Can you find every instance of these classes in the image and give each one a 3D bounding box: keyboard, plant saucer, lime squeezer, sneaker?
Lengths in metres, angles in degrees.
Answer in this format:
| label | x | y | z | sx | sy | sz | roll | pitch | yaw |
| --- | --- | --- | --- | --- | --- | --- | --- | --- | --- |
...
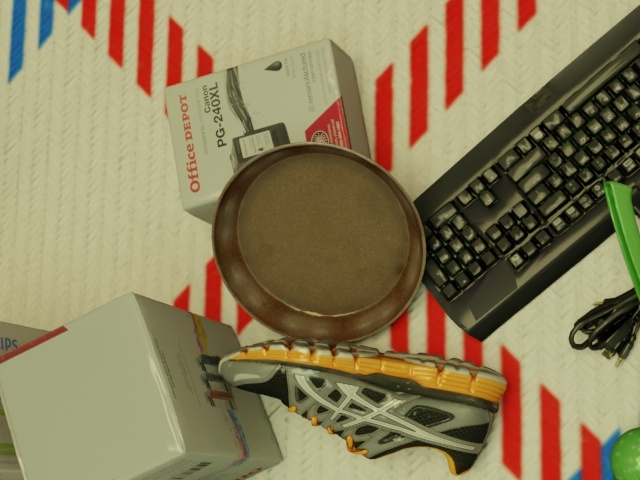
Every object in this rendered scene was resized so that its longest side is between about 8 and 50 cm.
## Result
| label | x | y | z | sx | sy | sz | roll | pitch | yaw |
| --- | --- | --- | --- | --- | --- | --- | --- | --- | --- |
| keyboard | 0.221 | -0.040 | 0.987 | 0.317 | 0.033 | 0.201 | -42 | 69 | 10 |
| plant saucer | 0.000 | 0.000 | 1.029 | 0.168 | 0.029 | 0.168 | 5 | 113 | 12 |
| lime squeezer | 0.216 | 0.123 | 0.924 | 0.059 | 0.110 | 0.310 | 14 | 89 | 62 |
| sneaker | 0.027 | 0.120 | 0.990 | 0.215 | 0.084 | 0.083 | 9 | 94 | 8 |

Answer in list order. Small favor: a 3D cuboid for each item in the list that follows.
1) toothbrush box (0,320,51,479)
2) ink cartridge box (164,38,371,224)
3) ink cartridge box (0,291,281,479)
| label | x | y | z | sx | sy | sz | roll | pitch | yaw |
| --- | --- | --- | --- | --- | --- | --- | --- | --- | --- |
| toothbrush box | -0.345 | 0.147 | 1.072 | 0.283 | 0.206 | 0.122 | -12 | 76 | 18 |
| ink cartridge box | -0.043 | -0.086 | 1.077 | 0.150 | 0.063 | 0.109 | -15 | 76 | 17 |
| ink cartridge box | -0.134 | 0.133 | 1.012 | 0.128 | 0.176 | 0.127 | -27 | 70 | 14 |
